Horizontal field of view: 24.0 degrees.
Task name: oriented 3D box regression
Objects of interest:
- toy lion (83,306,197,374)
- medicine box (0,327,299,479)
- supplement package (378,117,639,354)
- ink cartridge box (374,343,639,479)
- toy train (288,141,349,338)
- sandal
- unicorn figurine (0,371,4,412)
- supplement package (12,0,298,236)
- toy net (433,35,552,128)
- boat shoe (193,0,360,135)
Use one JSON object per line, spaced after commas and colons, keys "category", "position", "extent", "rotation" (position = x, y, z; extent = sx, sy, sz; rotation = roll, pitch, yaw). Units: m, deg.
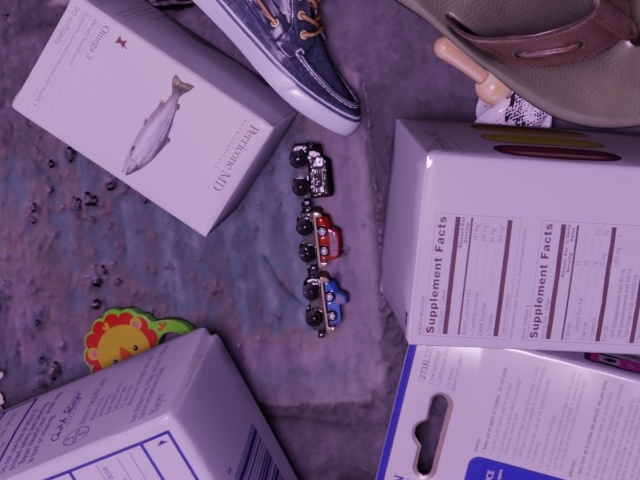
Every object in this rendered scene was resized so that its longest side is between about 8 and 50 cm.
{"category": "toy lion", "position": [-0.144, 0.095, 1.247], "extent": [0.100, 0.034, 0.096], "rotation": [-28, 89, 16]}
{"category": "medicine box", "position": [-0.164, 0.254, 1.203], "extent": [0.289, 0.149, 0.263], "rotation": [-22, 109, 16]}
{"category": "supplement package", "position": [0.174, -0.004, 1.064], "extent": [0.244, 0.139, 0.134], "rotation": [3, 105, -8]}
{"category": "ink cartridge box", "position": [0.234, 0.182, 1.170], "extent": [0.371, 0.069, 0.176], "rotation": [14, 107, 6]}
{"category": "toy train", "position": [0.000, 0.000, 1.195], "extent": [0.036, 0.027, 0.158], "rotation": [-5, 102, 2]}
{"category": "sandal", "position": [0.146, -0.166, 1.054], "extent": [0.302, 0.086, 0.120], "rotation": [25, 94, -17]}
{"category": "unicorn figurine", "position": [-0.346, 0.150, 1.292], "extent": [0.111, 0.060, 0.162], "rotation": [38, 92, 1]}
{"category": "supplement package", "position": [-0.123, -0.103, 1.153], "extent": [0.179, 0.105, 0.105], "rotation": [33, 107, 2]}
{"category": "toy net", "position": [0.135, -0.153, 1.124], "extent": [0.122, 0.045, 0.232], "rotation": [-16, 104, -11]}
{"category": "boat shoe", "position": [-0.020, -0.166, 1.137], "extent": [0.183, 0.065, 0.083], "rotation": [45, 109, 0]}
